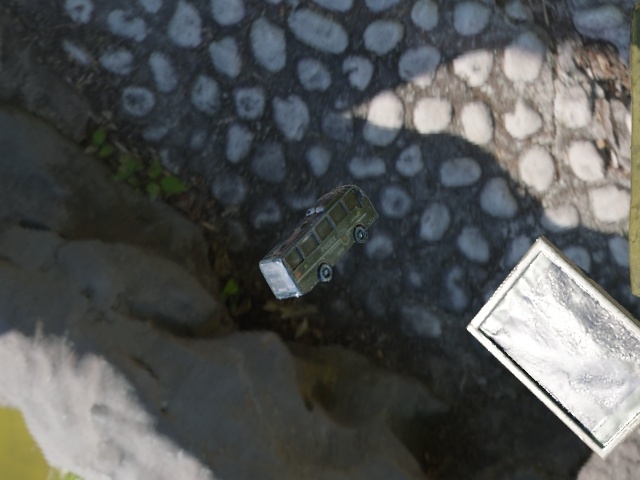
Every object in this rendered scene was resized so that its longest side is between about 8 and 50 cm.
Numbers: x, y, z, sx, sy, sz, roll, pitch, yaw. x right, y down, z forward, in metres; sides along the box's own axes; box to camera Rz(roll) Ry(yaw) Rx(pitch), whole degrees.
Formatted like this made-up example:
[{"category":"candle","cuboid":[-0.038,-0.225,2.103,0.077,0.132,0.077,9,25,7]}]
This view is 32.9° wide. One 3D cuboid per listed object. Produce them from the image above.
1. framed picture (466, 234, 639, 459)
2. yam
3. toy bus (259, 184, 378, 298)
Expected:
[{"category":"framed picture","cuboid":[0.362,0.154,1.548,0.281,0.019,0.209,43,126,18]},{"category":"yam","cuboid":[0.417,-0.116,1.339,0.083,0.083,0.371,1,82,6]},{"category":"toy bus","cuboid":[0.000,0.000,1.218,0.047,0.166,0.065,-11,117,44]}]
